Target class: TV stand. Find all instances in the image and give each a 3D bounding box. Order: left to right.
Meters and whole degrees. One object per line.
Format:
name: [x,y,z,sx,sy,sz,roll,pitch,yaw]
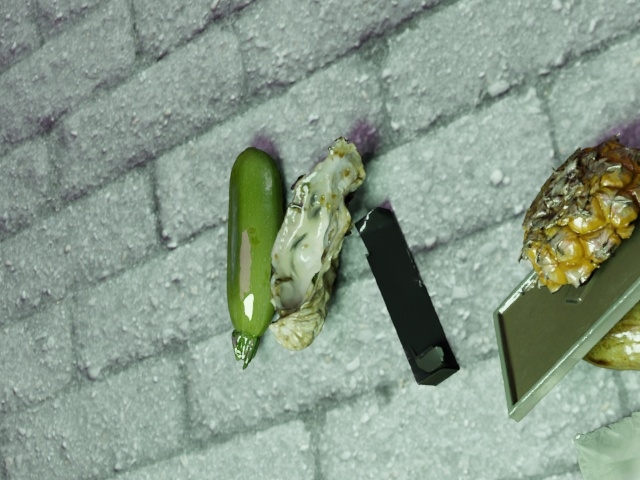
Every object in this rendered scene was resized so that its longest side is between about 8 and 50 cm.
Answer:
TV stand: [0.115,0.074,1.777,0.049,0.040,0.256,-37,60,31]

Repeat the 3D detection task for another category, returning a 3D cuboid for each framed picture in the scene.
framed picture: [0.316,0.039,1.523,0.324,0.020,0.240,-50,15,22]

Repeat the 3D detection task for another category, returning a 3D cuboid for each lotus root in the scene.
lotus root: [0.390,0.096,1.494,0.259,0.097,0.110,-3,78,38]

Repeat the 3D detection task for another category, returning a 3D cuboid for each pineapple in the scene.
pineapple: [0.306,-0.039,1.539,0.225,0.076,0.225,-52,15,21]

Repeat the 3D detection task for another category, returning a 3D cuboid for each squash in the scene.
squash: [-0.097,0.022,1.946,0.095,0.094,0.340,-9,75,41]

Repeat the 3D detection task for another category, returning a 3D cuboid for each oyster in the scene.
oyster: [0.005,0.003,1.840,0.294,0.094,0.166,-65,26,11]

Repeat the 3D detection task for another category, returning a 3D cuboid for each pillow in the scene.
pillow: [0.400,0.247,1.487,0.229,0.051,0.128,-29,68,33]
